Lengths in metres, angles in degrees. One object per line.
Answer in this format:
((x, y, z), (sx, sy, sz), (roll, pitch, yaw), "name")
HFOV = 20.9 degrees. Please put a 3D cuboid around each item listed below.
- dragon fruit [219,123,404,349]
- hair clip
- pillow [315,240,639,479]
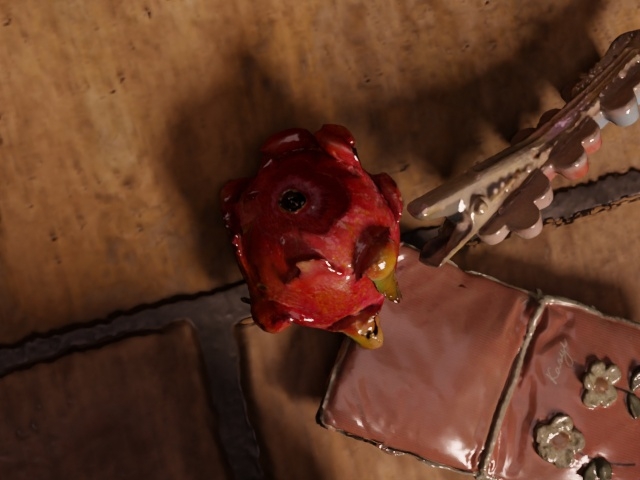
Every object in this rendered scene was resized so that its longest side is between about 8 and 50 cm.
((-0.003, -0.004, 1.007), (0.112, 0.068, 0.126), (4, 83, -4), "dragon fruit")
((0.138, -0.053, 1.069), (0.214, 0.062, 0.056), (-37, 128, -23), "hair clip")
((0.116, 0.089, 1.082), (0.232, 0.043, 0.126), (18, 84, -19), "pillow")
